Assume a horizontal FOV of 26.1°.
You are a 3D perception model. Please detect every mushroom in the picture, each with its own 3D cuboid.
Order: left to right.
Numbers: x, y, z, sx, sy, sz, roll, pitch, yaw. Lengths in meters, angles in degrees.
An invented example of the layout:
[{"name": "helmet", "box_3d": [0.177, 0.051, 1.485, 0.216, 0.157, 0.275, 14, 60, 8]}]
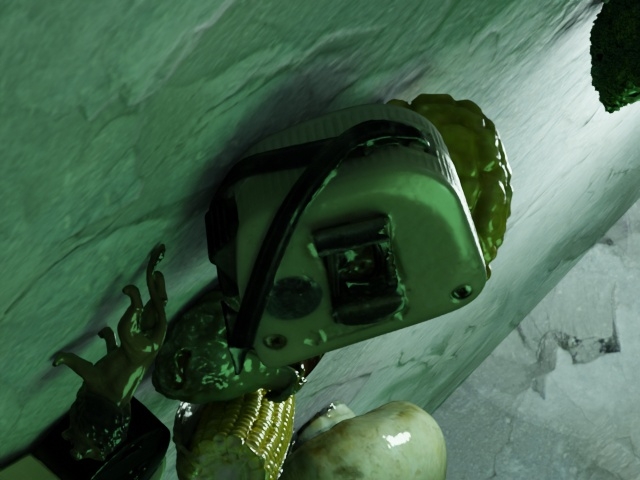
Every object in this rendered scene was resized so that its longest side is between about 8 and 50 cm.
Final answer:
[{"name": "mushroom", "box_3d": [0.058, 0.417, 2.404, 0.352, 0.260, 0.352, -33, 157, -16]}]

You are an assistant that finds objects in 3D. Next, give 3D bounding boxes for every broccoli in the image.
[{"name": "broccoli", "box_3d": [0.456, -0.256, 1.731, 0.269, 0.241, 0.261, -18, -149, 50]}]

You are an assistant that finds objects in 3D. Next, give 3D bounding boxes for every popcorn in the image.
[{"name": "popcorn", "box_3d": [0.105, -0.044, 1.450, 0.200, 0.226, 0.203, -26, -163, 2]}]

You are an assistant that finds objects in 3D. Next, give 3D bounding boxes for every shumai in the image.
[{"name": "shumai", "box_3d": [-0.083, 0.134, 1.504, 0.184, 0.142, 0.184, -45, 166, -14]}]

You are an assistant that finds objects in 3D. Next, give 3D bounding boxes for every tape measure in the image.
[{"name": "tape measure", "box_3d": [0.000, 0.000, 1.256, 0.271, 0.133, 0.231, -18, 134, 9]}]

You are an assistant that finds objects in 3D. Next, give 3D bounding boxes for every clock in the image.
[{"name": "clock", "box_3d": [-0.311, 0.310, 1.440, 0.379, 0.120, 0.276, -30, 153, -44]}]

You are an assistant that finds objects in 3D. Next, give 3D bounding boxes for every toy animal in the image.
[{"name": "toy animal", "box_3d": [-0.190, 0.098, 1.286, 0.069, 0.086, 0.219, -14, 129, -67]}]

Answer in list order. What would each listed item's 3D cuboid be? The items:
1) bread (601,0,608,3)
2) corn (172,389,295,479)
[{"name": "bread", "box_3d": [0.284, -0.341, 1.267, 0.183, 0.102, 0.337, -45, 166, 3]}, {"name": "corn", "box_3d": [-0.093, 0.221, 1.590, 0.305, 0.122, 0.123, -71, 159, -73]}]
